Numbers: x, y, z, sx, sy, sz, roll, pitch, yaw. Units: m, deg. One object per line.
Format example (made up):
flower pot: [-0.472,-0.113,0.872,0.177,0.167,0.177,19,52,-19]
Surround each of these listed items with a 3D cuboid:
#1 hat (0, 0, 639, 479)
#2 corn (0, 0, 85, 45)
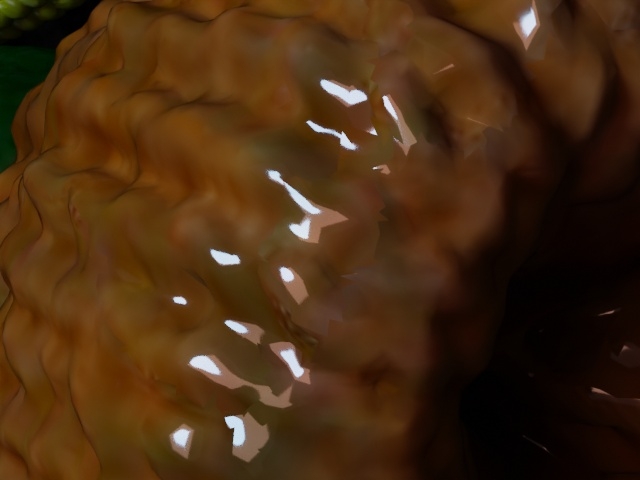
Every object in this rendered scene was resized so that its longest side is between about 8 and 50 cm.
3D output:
hat: [0.000,0.000,0.629,0.400,0.285,0.285,41,113,58]
corn: [-0.133,-0.138,0.744,0.305,0.123,0.122,-24,98,20]
